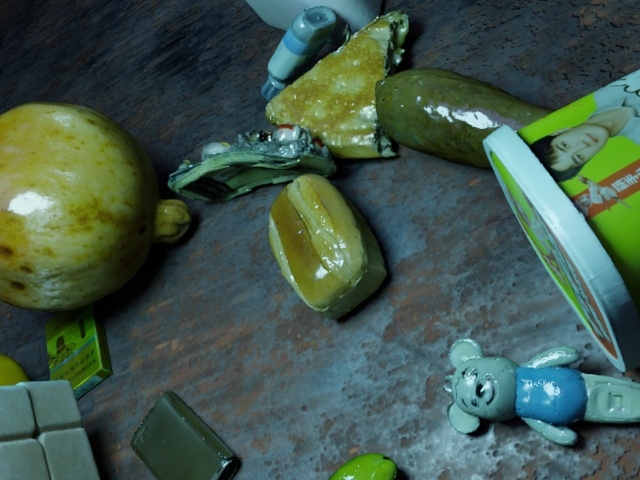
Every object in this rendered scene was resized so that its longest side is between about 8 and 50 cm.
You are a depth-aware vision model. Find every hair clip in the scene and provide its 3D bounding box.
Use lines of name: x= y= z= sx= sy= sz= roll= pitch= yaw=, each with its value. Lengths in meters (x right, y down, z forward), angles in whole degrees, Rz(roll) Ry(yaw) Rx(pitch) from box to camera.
hair clip: x=-0.115 y=-0.134 z=1.268 sx=0.321 sy=0.138 sz=0.091 roll=-8 pitch=76 yaw=39

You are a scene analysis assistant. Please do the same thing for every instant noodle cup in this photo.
instant noodle cup: x=0.377 y=-0.060 z=0.801 sx=0.307 sy=0.294 sz=0.294 roll=-30 pitch=48 yaw=8

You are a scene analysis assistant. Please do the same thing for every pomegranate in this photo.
pomegranate: x=-0.432 y=-0.054 z=1.348 sx=0.410 sy=0.410 sz=0.410 roll=-19 pitch=53 yaw=27

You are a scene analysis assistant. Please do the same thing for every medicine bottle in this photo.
medicine bottle: x=-0.046 y=-0.324 z=1.351 sx=0.054 sy=0.090 sz=0.208 roll=51 pitch=140 yaw=8

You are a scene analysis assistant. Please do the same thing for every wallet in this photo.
wallet: x=-0.208 y=0.316 z=1.144 sx=0.198 sy=0.031 sz=0.110 roll=30 pitch=84 yaw=45

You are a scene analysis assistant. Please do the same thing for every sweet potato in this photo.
sweet potato: x=0.234 y=-0.159 z=1.050 sx=0.422 sy=0.130 sz=0.131 roll=20 pitch=76 yaw=41

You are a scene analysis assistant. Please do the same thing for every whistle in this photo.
whistle: x=0.247 y=0.173 z=0.865 sx=0.235 sy=0.077 sz=0.114 roll=0 pitch=82 yaw=34

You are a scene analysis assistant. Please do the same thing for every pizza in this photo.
pizza: x=0.073 y=-0.261 z=1.277 sx=0.280 sy=0.075 sz=0.288 roll=33 pitch=83 yaw=40

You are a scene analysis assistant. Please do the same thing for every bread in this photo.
bread: x=0.000 y=0.000 z=1.138 sx=0.140 sy=0.106 sz=0.236 roll=-40 pitch=45 yaw=12

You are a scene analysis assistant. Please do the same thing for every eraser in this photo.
eraser: x=0.007 y=-0.498 z=1.421 sx=0.331 sy=0.150 sz=0.332 roll=-18 pitch=55 yaw=27

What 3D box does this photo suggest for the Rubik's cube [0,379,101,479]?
Rubik's cube: x=-0.520 y=0.403 z=1.068 sx=0.321 sy=0.316 sz=0.319 roll=-29 pitch=72 yaw=18

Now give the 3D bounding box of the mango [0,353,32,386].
mango: x=-0.582 y=0.315 z=1.355 sx=0.175 sy=0.139 sz=0.254 roll=-51 pitch=51 yaw=8

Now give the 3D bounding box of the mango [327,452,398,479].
mango: x=0.036 y=0.332 z=0.925 sx=0.165 sy=0.074 sz=0.091 roll=-46 pitch=38 yaw=-13

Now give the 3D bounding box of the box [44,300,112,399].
box: x=-0.447 y=0.196 z=1.402 sx=0.121 sy=0.030 sz=0.193 roll=-37 pitch=46 yaw=13
